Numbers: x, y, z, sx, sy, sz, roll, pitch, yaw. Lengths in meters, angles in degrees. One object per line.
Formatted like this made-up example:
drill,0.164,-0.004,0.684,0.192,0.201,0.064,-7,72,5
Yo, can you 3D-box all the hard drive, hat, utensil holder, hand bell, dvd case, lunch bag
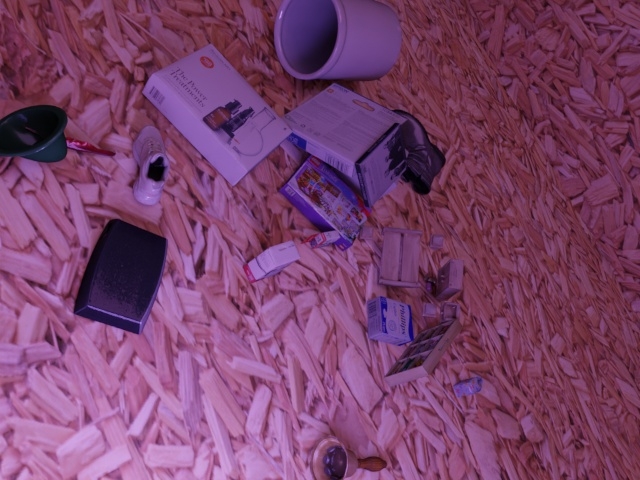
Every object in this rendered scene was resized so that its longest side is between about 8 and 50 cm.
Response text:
hard drive,-0.454,0.077,1.243,0.172,0.054,0.254,26,51,-27
hat,-0.643,-0.203,1.271,0.209,0.183,0.173,-6,54,3
utensil holder,0.075,-0.765,1.987,0.386,0.328,0.327,-15,76,-45
hand bell,0.097,0.588,1.395,0.242,0.126,0.126,26,50,-43
dvd case,0.204,-0.247,1.738,0.238,0.030,0.179,-46,138,-29
lunch bag,0.503,0.493,1.789,0.083,0.071,0.053,-16,79,-45

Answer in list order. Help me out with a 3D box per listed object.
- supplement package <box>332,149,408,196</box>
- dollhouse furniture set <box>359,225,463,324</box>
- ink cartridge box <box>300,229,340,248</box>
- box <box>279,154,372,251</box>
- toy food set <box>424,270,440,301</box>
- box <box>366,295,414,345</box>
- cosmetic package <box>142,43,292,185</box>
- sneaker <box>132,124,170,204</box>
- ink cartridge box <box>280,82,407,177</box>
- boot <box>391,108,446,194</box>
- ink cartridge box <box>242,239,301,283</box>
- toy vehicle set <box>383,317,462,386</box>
supplement package,0.185,-0.285,1.920,0.194,0.149,0.203,38,48,-17
dollhouse furniture set,0.294,0.131,1.839,0.356,0.174,0.303,8,72,0
ink cartridge box,0.000,0.000,1.661,0.115,0.063,0.029,-12,72,-43
box,0.024,-0.130,1.760,0.293,0.057,0.201,44,46,-11
toy food set,0.418,0.176,1.940,0.122,0.019,0.078,54,44,-6
box,0.222,0.258,1.691,0.137,0.072,0.126,19,55,-31
cosmetic package,-0.301,-0.389,1.616,0.377,0.097,0.284,46,43,-9
sneaker,-0.431,-0.214,1.387,0.090,0.115,0.232,8,61,-37
ink cartridge box,0.075,-0.386,1.807,0.324,0.071,0.330,33,52,21
boot,0.362,-0.362,2.145,0.338,0.118,0.222,43,51,-6
ink cartridge box,-0.135,0.060,1.462,0.099,0.135,0.056,-19,80,-44
toy vehicle set,0.324,0.348,1.656,0.035,0.166,0.267,55,44,-1
